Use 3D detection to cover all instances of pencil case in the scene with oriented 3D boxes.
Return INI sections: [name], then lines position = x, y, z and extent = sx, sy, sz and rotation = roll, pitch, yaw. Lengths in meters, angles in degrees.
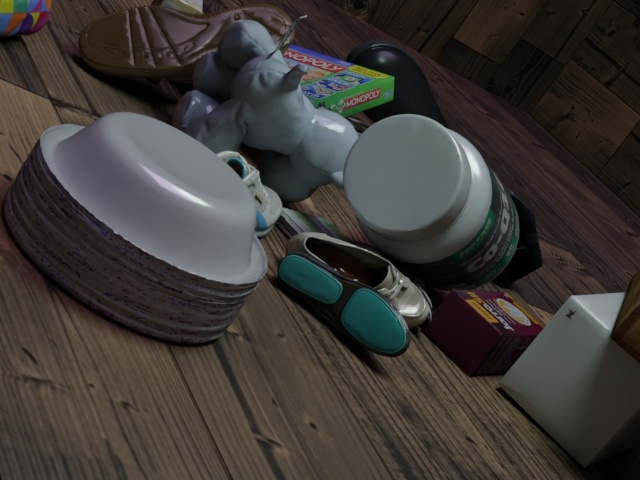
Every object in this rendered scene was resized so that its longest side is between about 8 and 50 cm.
[pencil case]
position = -0.462, -0.329, 1.734
extent = 0.104, 0.104, 0.236
rotation = 37, 16, 7

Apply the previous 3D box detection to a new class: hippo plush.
[hippo plush]
position = -0.051, -0.188, 1.870
extent = 0.236, 0.294, 0.234
rotation = 33, 37, -33

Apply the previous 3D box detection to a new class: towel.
[towel]
position = 0.000, 0.000, 1.861
extent = 0.113, 0.023, 0.152
rotation = 48, 18, 30

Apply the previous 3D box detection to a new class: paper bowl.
[paper bowl]
position = -0.185, -0.030, 1.366
extent = 0.284, 0.148, 0.284
rotation = 32, 18, -12

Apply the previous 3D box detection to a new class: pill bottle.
[pill bottle]
position = 0.166, -0.052, 1.864
extent = 0.204, 0.204, 0.361
rotation = 42, 4, 22

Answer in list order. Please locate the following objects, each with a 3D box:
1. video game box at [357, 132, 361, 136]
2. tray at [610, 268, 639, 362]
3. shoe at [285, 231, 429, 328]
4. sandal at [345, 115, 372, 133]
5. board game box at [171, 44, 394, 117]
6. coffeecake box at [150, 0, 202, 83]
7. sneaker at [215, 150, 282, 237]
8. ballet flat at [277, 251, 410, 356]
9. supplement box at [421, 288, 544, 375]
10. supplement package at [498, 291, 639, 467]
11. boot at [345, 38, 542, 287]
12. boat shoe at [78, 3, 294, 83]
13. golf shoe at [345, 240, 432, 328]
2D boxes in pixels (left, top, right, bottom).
[video game box]
position = 0.087, -0.170, 2.348
extent = 0.205, 0.048, 0.187
rotation = 45, 7, 15
[tray]
position = 0.526, 0.137, 1.796
extent = 0.203, 0.076, 0.411
rotation = 41, 17, 8
[shoe]
position = 0.055, 0.053, 1.695
extent = 0.219, 0.077, 0.058
rotation = 28, -25, -12
[sandal]
position = 0.046, -0.188, 2.191
extent = 0.219, 0.060, 0.090
rotation = 24, 7, -22
[board game box]
position = -0.066, -0.270, 2.109
extent = 0.317, 0.046, 0.213
rotation = 23, 33, 35
[coffeecake box]
position = -0.261, -0.362, 2.124
extent = 0.068, 0.142, 0.185
rotation = 30, 17, -16
[sneaker]
position = -0.110, -0.064, 1.693
extent = 0.087, 0.092, 0.228
rotation = 40, 16, 22
[ballet flat]
position = 0.035, 0.082, 1.618
extent = 0.203, 0.074, 0.074
rotation = 34, 16, 17
[supplement box]
position = 0.247, 0.135, 1.854
extent = 0.104, 0.081, 0.188
rotation = 44, 19, 27
[supplement package]
position = 0.422, 0.197, 1.855
extent = 0.177, 0.175, 0.293
rotation = 45, 19, 23
[boot]
position = 0.228, -0.155, 2.368
extent = 0.367, 0.146, 0.445
rotation = 49, 8, -36
[boat shoe]
position = -0.211, -0.293, 1.986
extent = 0.341, 0.110, 0.122
rotation = -5, 64, -18
[golf shoe]
position = 0.085, 0.061, 1.765
extent = 0.186, 0.067, 0.086
rotation = 28, 20, -25
